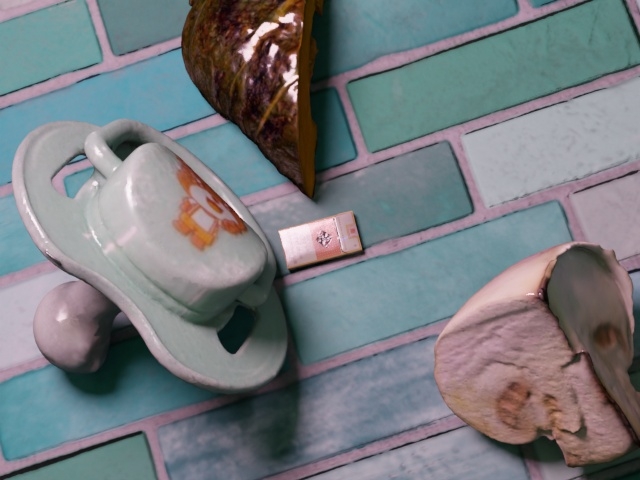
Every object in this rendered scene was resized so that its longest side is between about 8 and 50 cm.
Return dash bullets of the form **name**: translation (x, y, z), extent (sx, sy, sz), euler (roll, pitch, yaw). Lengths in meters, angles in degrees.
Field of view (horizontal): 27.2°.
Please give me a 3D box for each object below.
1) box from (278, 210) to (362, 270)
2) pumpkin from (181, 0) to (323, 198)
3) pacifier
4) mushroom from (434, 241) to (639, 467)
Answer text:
- **box**: translation (0.000, 0.000, 1.428), extent (0.083, 0.012, 0.046), euler (-15, 76, 3)
- **pumpkin**: translation (-0.085, -0.191, 1.429), extent (0.163, 0.111, 0.279), euler (0, 79, 10)
- **pacifier**: translation (-0.193, 0.034, 1.357), extent (0.269, 0.288, 0.343), euler (-38, 98, 30)
- **mushroom**: translation (0.225, 0.105, 1.342), extent (0.236, 0.173, 0.162), euler (56, 42, -23)
